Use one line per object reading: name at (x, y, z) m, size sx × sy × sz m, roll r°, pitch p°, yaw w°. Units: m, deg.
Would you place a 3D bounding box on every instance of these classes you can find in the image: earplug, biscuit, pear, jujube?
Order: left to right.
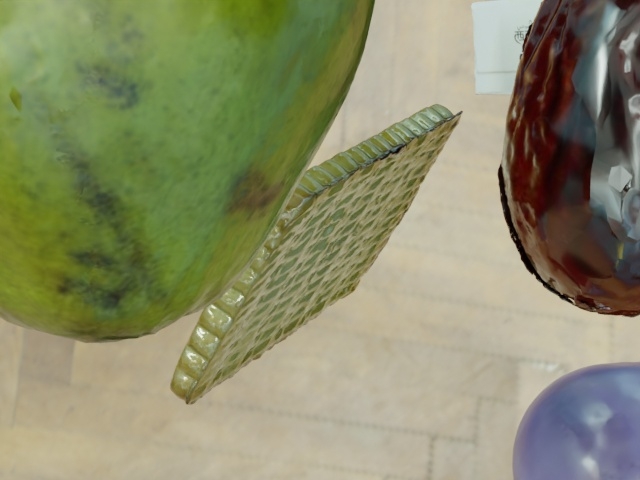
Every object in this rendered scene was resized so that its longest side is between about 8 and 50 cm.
pear at (-0.083, -0.101, 0.553) m, size 0.212 × 0.212 × 0.269 m, roll -15°, pitch 104°, yaw -20°
biscuit at (0.000, 0.000, 1.103) m, size 0.029 × 0.172 × 0.254 m, roll 37°, pitch 29°, yaw 13°
jujube at (0.215, -0.071, 1.137) m, size 0.183 × 0.183 × 0.243 m, roll 3°, pitch 106°, yaw -14°
earplug at (0.370, 0.197, 1.492) m, size 0.456 × 0.215 × 0.215 m, roll 4°, pitch 68°, yaw -31°

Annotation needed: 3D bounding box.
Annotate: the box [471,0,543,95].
box at (0.319, -0.211, 1.796) m, size 0.260 × 0.194 × 0.111 m, roll -6°, pitch 97°, yaw -35°
